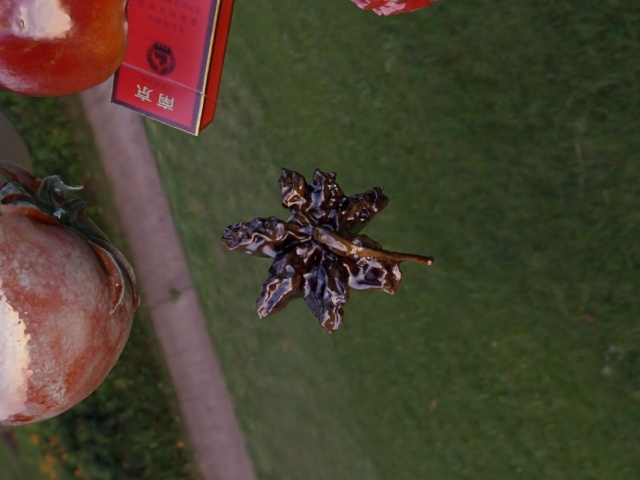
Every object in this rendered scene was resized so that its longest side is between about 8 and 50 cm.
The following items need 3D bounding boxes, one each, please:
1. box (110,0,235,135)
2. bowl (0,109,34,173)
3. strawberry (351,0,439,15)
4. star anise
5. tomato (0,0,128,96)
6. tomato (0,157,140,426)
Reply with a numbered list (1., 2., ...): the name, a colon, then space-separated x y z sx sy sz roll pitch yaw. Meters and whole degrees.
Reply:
1. box: -0.216 -0.290 1.801 0.153 0.074 0.239 20 124 9
2. bowl: -0.583 -0.060 1.670 0.354 0.354 0.185 111 172 -50
3. strawberry: 0.036 -0.458 1.551 0.317 0.345 0.295 133 139 -53
4. star anise: 0.000 0.000 1.460 0.190 0.220 0.126 52 163 15
5. tomato: -0.313 -0.261 1.383 0.139 0.200 0.233 -105 18 -64
6. tomato: -0.361 0.050 1.381 0.317 0.282 0.316 41 -175 -5
